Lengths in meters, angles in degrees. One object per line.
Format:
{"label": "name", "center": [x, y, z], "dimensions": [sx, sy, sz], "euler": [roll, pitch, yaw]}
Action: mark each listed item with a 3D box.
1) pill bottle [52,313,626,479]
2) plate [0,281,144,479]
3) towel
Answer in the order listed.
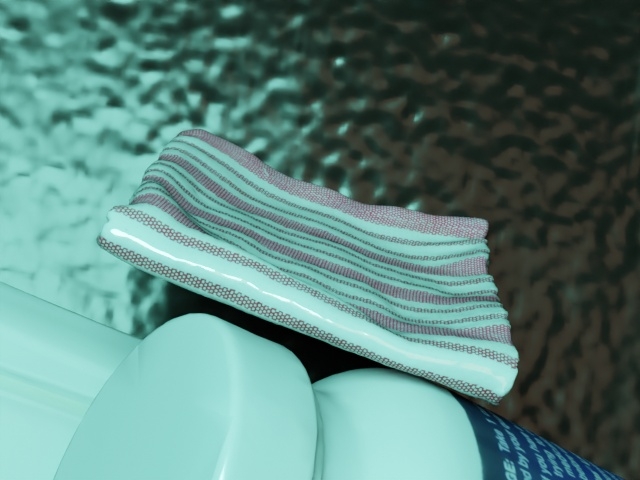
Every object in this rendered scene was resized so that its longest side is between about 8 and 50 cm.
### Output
{"label": "pill bottle", "center": [0.042, 0.134, 0.594], "dimensions": [0.265, 0.153, 0.153], "euler": [29, 77, -25]}
{"label": "plate", "center": [-0.111, 0.161, 0.636], "dimensions": [0.278, 0.045, 0.277], "euler": [23, 76, -18]}
{"label": "towel", "center": [0.000, 0.000, 0.642], "dimensions": [0.144, 0.197, 0.029], "euler": [20, 101, -2]}
